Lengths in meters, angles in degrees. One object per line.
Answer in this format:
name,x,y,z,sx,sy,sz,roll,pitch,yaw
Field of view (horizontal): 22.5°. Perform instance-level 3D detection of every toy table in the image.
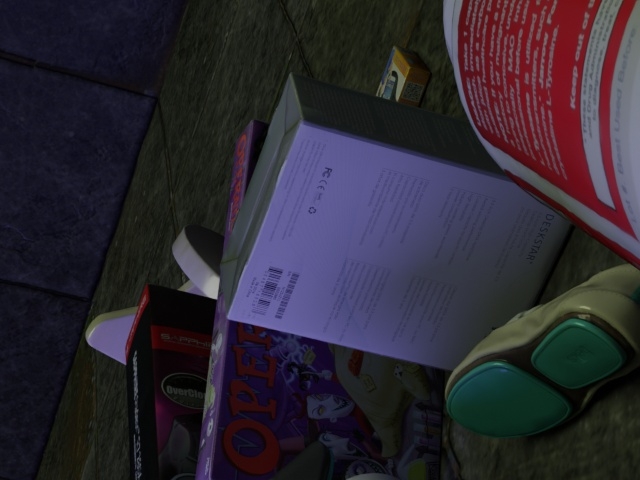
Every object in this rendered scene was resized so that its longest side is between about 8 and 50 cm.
toy table,-0.120,0.105,1.834,0.161,0.252,0.274,-56,10,6

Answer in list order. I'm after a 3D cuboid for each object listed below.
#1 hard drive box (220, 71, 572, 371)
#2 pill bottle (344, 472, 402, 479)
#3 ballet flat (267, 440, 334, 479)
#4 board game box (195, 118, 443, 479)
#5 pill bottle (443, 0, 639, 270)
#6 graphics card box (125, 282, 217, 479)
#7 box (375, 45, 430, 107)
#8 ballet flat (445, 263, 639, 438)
hard drive box,0.059,-0.007,1.254,0.089,0.232,0.181,-102,31,-60
pill bottle,0.060,0.270,1.164,0.264,0.146,0.146,-117,43,-67
ballet flat,-0.047,0.238,1.166,0.074,0.074,0.203,-174,100,-74
board game box,0.010,0.075,1.404,0.056,0.208,0.347,128,151,-56
pill bottle,0.202,-0.098,0.839,0.408,0.229,0.229,-129,55,-71
graphics card box,-0.060,0.189,1.503,0.371,0.233,0.094,-102,30,-59
box,0.074,-0.129,1.697,0.081,0.028,0.136,-113,42,-65
ballet flat,0.167,0.075,1.121,0.248,0.086,0.086,139,142,-62
